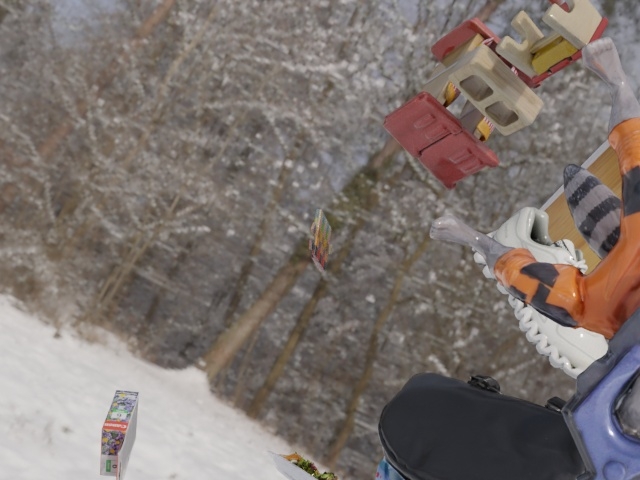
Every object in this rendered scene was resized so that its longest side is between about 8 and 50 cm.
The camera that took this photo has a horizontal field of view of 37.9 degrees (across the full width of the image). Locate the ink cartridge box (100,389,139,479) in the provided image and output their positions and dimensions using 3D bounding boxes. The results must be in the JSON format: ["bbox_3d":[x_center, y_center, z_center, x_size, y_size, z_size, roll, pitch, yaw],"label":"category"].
[{"bbox_3d":[-0.221,0.220,1.011,0.029,0.062,0.115,7,23,-2],"label":"ink cartridge box"}]

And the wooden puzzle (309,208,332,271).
[{"bbox_3d":[0.000,0.000,0.949,0.006,0.049,0.083,3,-23,15],"label":"wooden puzzle"}]

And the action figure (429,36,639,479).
[{"bbox_3d":[0.277,0.008,0.641,0.330,0.341,0.178,54,14,30],"label":"action figure"}]

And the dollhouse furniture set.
[{"bbox_3d":[0.274,-0.237,1.291,0.152,0.201,0.374,42,-31,-14],"label":"dollhouse furniture set"}]

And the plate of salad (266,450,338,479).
[{"bbox_3d":[-0.003,0.399,1.547,0.200,0.048,0.200,32,-18,12],"label":"plate of salad"}]

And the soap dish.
[{"bbox_3d":[0.480,-0.022,1.491,0.229,0.118,0.291,18,-47,-23],"label":"soap dish"}]

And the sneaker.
[{"bbox_3d":[0.322,0.073,1.269,0.110,0.118,0.292,16,35,-46],"label":"sneaker"}]

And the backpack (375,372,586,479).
[{"bbox_3d":[0.211,0.372,1.090,0.290,0.273,0.355,14,-40,46],"label":"backpack"}]
